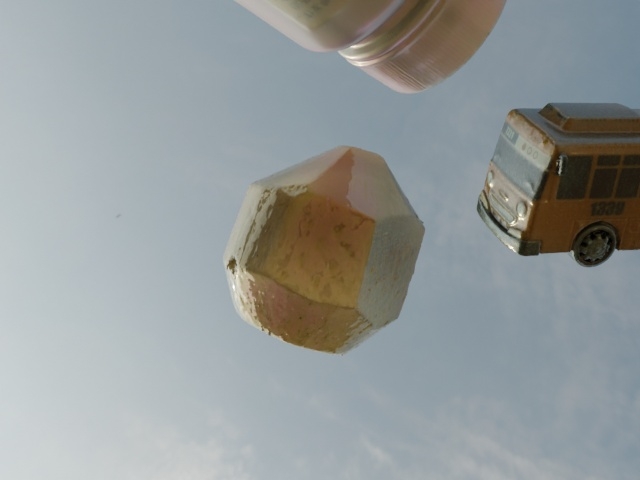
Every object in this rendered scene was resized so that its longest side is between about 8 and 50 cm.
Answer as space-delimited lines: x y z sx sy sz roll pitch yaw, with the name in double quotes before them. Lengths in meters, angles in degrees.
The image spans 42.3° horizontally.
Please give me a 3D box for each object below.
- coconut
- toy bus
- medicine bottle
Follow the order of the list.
"coconut" 0.000 0.000 0.923 0.197 0.237 0.236 18 -72 -13
"toy bus" 0.214 -0.045 0.593 0.182 0.091 0.103 -2 -62 -13
"medicine bottle" -0.014 -0.304 0.760 0.379 0.213 0.213 28 -69 -32
